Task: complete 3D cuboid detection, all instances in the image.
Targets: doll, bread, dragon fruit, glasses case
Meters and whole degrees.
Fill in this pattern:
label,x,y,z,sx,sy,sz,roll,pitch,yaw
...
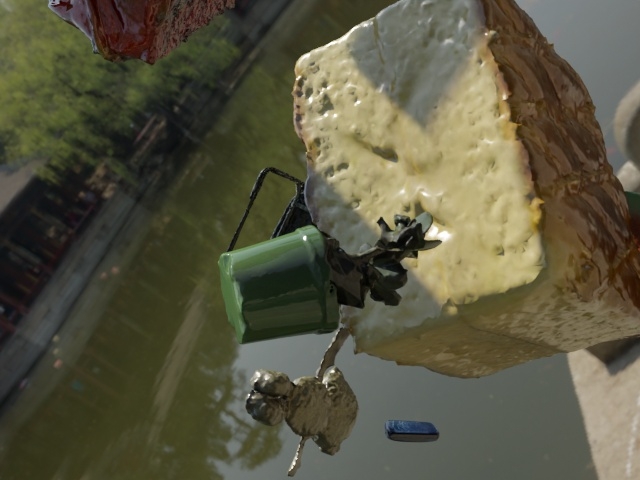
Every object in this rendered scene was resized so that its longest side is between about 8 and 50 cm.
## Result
label,x,y,z,sx,sy,sz,roll,pitch,yaw
doll,-0.023,0.232,1.084,0.091,0.203,0.286,1,11,21
bread,0.138,-0.039,0.703,0.207,0.279,0.279,-21,64,29
dragon fruit,-0.227,-0.338,0.915,0.302,0.330,0.240,-64,-26,-18
glasses case,0.135,0.288,1.199,0.033,0.083,0.023,-112,32,-62

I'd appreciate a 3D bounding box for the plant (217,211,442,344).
label,x,y,z,sx,sy,sz,roll,pitch,yaw
plant,0.008,0.015,0.358,0.102,0.051,0.051,-13,7,-15

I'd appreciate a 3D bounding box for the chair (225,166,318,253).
label,x,y,z,sx,sy,sz,roll,pitch,yaw
chair,0.000,0.000,1.002,0.145,0.140,0.221,-66,-15,11

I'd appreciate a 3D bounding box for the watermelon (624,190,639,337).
label,x,y,z,sx,sy,sz,roll,pitch,yaw
watermelon,0.386,0.045,0.936,0.260,0.256,0.176,-9,48,32
